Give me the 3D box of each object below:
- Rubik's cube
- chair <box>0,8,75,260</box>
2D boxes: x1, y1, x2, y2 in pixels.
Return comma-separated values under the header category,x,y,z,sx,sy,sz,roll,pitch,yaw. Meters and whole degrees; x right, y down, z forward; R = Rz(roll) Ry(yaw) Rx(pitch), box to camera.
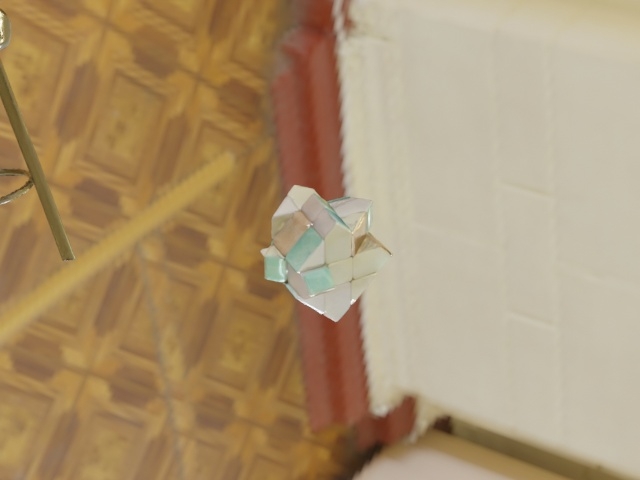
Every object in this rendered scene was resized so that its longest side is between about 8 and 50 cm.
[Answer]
category,x,y,z,sx,sy,sz,roll,pitch,yaw
Rubik's cube,-0.002,0.001,1.170,0.073,0.075,0.084,31,85,-41
chair,-0.268,-0.077,1.313,0.104,0.095,0.222,-19,117,-25
